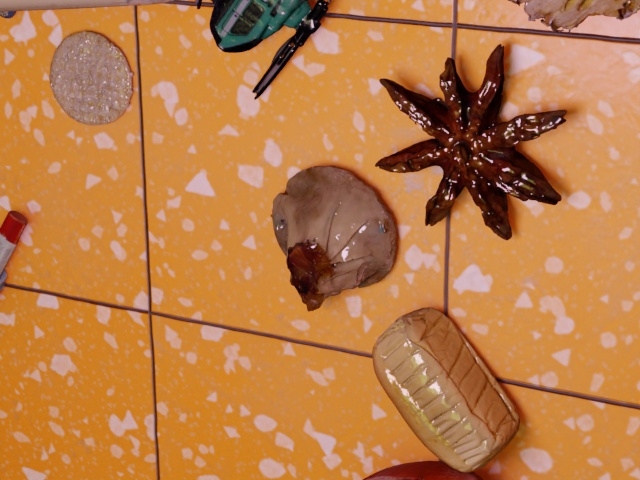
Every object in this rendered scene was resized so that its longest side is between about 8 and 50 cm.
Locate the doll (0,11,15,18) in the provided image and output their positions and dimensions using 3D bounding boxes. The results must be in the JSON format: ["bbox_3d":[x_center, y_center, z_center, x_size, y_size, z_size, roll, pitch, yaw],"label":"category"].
[{"bbox_3d":[-0.495,-0.401,2.087,0.037,0.027,0.125,-10,103,30],"label":"doll"}]

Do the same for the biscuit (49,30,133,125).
[{"bbox_3d":[-0.349,-0.246,2.073,0.152,0.020,0.152,8,110,23],"label":"biscuit"}]

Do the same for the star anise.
[{"bbox_3d":[0.197,-0.132,1.798,0.288,0.088,0.288,8,109,25],"label":"star anise"}]

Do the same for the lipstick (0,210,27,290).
[{"bbox_3d":[-0.548,0.053,2.252,0.061,0.068,0.274,44,123,14],"label":"lipstick"}]

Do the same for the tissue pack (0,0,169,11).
[{"bbox_3d":[-0.416,-0.488,1.903,0.405,0.205,0.332,3,104,24],"label":"tissue pack"}]

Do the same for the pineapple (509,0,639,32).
[{"bbox_3d":[0.330,-0.420,1.608,0.344,0.209,0.286,-28,63,8],"label":"pineapple"}]

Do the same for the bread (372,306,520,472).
[{"bbox_3d":[0.170,0.209,1.901,0.106,0.140,0.236,-39,85,35],"label":"bread"}]

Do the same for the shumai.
[{"bbox_3d":[0.000,0.000,1.926,0.201,0.120,0.201,11,115,25],"label":"shumai"}]

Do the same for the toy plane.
[{"bbox_3d":[-0.037,-0.357,1.833,0.155,0.106,0.382,43,121,0],"label":"toy plane"}]

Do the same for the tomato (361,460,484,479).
[{"bbox_3d":[0.178,0.455,1.984,0.338,0.143,0.338,12,115,28],"label":"tomato"}]
